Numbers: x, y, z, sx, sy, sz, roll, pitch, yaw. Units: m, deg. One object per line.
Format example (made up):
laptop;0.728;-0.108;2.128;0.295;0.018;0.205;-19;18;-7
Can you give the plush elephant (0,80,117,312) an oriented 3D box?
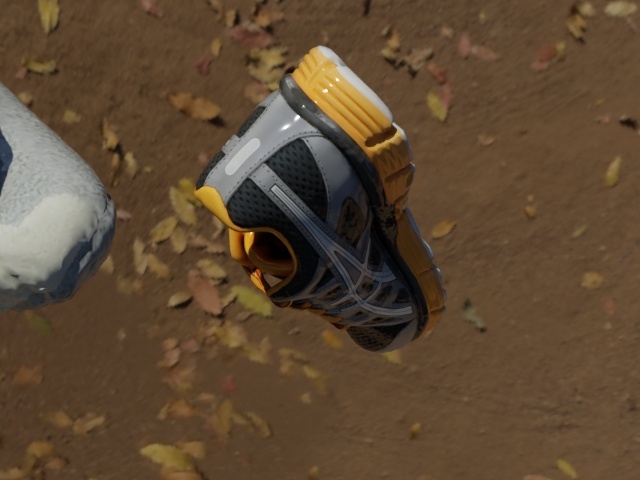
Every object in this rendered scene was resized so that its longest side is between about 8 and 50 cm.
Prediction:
plush elephant;-0.281;-0.042;0.389;0.255;0.272;0.330;-44;118;-41

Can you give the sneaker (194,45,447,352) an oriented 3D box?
sneaker;0.000;0.000;0.536;0.083;0.215;0.084;-39;57;-10
